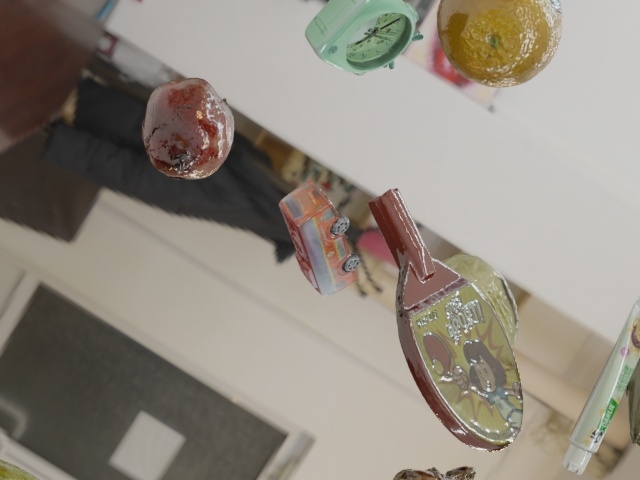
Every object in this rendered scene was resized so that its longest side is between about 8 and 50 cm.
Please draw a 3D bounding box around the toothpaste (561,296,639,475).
[{"bbox_3d":[0.486,0.243,2.010,0.058,0.056,0.314,-30,145,-83],"label":"toothpaste"}]

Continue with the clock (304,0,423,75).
[{"bbox_3d":[0.085,-0.349,2.004,0.159,0.066,0.211,-42,148,20],"label":"clock"}]

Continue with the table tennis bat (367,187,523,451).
[{"bbox_3d":[0.181,0.117,1.770,0.051,0.415,0.268,-28,176,34],"label":"table tennis bat"}]

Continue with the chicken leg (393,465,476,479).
[{"bbox_3d":[0.210,0.442,2.136,0.251,0.107,0.087,4,87,-58],"label":"chicken leg"}]

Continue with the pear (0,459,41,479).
[{"bbox_3d":[-0.491,0.443,1.562,0.352,0.352,0.413,-58,149,-13],"label":"pear"}]

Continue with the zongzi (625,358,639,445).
[{"bbox_3d":[0.651,0.221,2.114,0.260,0.123,0.289,-41,-176,23],"label":"zongzi"}]

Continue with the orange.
[{"bbox_3d":[0.306,-0.371,2.052,0.236,0.236,0.236,-57,-178,3],"label":"orange"}]

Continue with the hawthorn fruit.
[{"bbox_3d":[-0.253,-0.188,2.205,0.181,0.181,0.235,-56,-164,40],"label":"hawthorn fruit"}]

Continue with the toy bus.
[{"bbox_3d":[0.000,0.000,1.634,0.077,0.065,0.192,-31,143,-10],"label":"toy bus"}]

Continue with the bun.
[{"bbox_3d":[0.277,0.149,2.356,0.244,0.243,0.153,-57,-159,9],"label":"bun"}]
